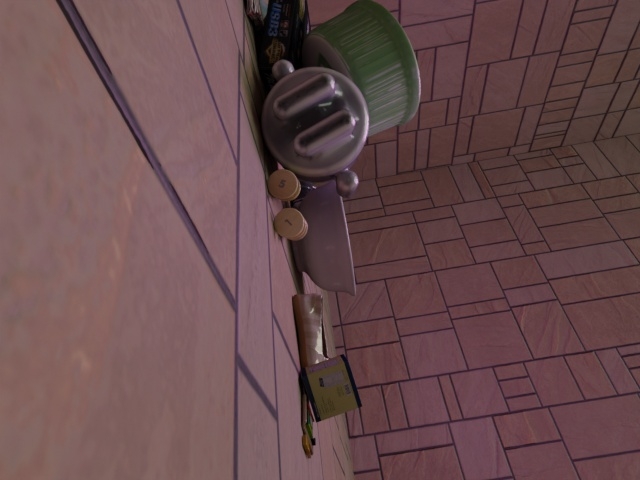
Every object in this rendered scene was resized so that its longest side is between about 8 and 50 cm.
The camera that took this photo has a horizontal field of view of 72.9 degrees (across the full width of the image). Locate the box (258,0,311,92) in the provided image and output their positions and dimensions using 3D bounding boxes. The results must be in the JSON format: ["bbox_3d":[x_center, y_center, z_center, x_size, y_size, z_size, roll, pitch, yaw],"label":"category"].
[{"bbox_3d":[-0.076,-0.479,1.104,0.293,0.074,0.295,64,31,-76],"label":"box"}]

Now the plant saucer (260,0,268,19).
[{"bbox_3d":[-0.148,-0.604,1.255,0.195,0.038,0.194,-10,90,-88],"label":"plant saucer"}]

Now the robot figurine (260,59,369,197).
[{"bbox_3d":[-0.008,-0.222,0.887,0.299,0.200,0.353,64,2,-4],"label":"robot figurine"}]

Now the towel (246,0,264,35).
[{"bbox_3d":[-0.152,-0.546,0.950,0.197,0.029,0.144,-105,-174,-76],"label":"towel"}]

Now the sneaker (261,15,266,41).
[{"bbox_3d":[-0.128,-0.536,1.180,0.061,0.054,0.152,-77,167,-57],"label":"sneaker"}]

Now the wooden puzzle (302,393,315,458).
[{"bbox_3d":[-0.019,0.302,0.712,0.116,0.014,0.078,-98,178,-60],"label":"wooden puzzle"}]

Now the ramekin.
[{"bbox_3d":[0.083,-0.388,1.035,0.303,0.148,0.303,54,-14,20],"label":"ramekin"}]

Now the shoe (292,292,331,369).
[{"bbox_3d":[-0.009,0.207,0.828,0.076,0.059,0.218,72,8,-79],"label":"shoe"}]

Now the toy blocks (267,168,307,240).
[{"bbox_3d":[-0.057,-0.062,0.820,0.148,0.054,0.123,52,29,-87],"label":"toy blocks"}]

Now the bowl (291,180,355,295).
[{"bbox_3d":[0.000,0.000,1.079,0.298,0.134,0.297,-9,90,-89],"label":"bowl"}]

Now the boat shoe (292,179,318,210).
[{"bbox_3d":[-0.016,-0.102,1.338,0.335,0.121,0.119,64,21,-78],"label":"boat shoe"}]

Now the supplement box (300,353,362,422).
[{"bbox_3d":[0.018,0.256,0.756,0.056,0.083,0.083,155,-82,-84],"label":"supplement box"}]
